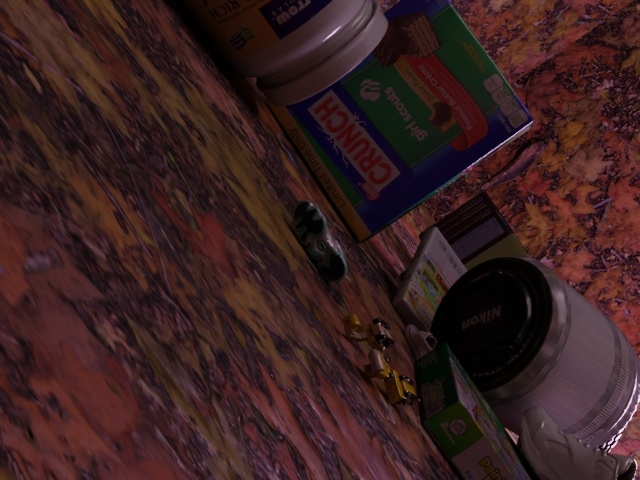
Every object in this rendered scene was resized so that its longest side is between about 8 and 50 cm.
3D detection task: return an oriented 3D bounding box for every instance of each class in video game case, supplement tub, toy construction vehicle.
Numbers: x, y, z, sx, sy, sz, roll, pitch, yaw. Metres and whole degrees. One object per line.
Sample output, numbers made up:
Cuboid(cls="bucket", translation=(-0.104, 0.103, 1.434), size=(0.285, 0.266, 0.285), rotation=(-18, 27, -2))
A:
Cuboid(cls="video game case", translation=(0.204, 0.120, 1.770), size=(0.227, 0.026, 0.206), rotation=(54, 34, -17))
Cuboid(cls="supplement tub", translation=(-0.081, -0.374, 1.573), size=(0.331, 0.241, 0.241), rotation=(52, 9, -23))
Cuboid(cls="toy construction vehicle", translation=(0.058, 0.123, 1.174), size=(0.098, 0.035, 0.086), rotation=(38, 30, -58))

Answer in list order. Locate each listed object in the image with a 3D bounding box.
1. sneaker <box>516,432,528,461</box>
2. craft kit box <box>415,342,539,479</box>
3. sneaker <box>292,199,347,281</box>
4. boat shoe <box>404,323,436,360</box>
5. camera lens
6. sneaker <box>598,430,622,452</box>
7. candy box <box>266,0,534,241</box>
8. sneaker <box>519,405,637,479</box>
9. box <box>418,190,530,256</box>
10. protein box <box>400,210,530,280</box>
Cuboid(cls="sneaker", translation=(0.335, 0.343, 1.633), size=(0.229, 0.087, 0.092), rotation=(58, 18, -48))
Cuboid(cls="craft kit box", translation=(0.205, 0.264, 1.394), size=(0.247, 0.061, 0.250), rotation=(58, 8, -8))
Cuboid(cls="sneaker", translation=(0.000, 0.000, 1.299), size=(0.069, 0.038, 0.098), rotation=(-31, 97, -84))
Cuboid(cls="boat shoe", translation=(0.140, 0.140, 1.563), size=(0.035, 0.035, 0.100), rotation=(52, 9, -26))
Cuboid(cls="camera lens", translation=(0.305, 0.165, 1.653), size=(0.274, 0.219, 0.219), rotation=(35, 20, -38))
Cuboid(cls="sneaker", translation=(0.390, 0.317, 1.895), size=(0.146, 0.134, 0.344), rotation=(48, -24, 29))
Cuboid(cls="candy box", translation=(0.120, -0.193, 1.769), size=(0.268, 0.317, 0.122), rotation=(56, 9, 7))
Cuboid(cls="sneaker", translation=(0.332, 0.289, 1.443), size=(0.090, 0.115, 0.232), rotation=(49, 11, -45))
Cuboid(cls="box", translation=(0.328, 0.048, 2.314), size=(0.168, 0.167, 0.203), rotation=(50, 10, -37))
Cuboid(cls="protein box", translation=(0.275, 0.098, 1.941), size=(0.200, 0.201, 0.136), rotation=(54, 8, -16))
